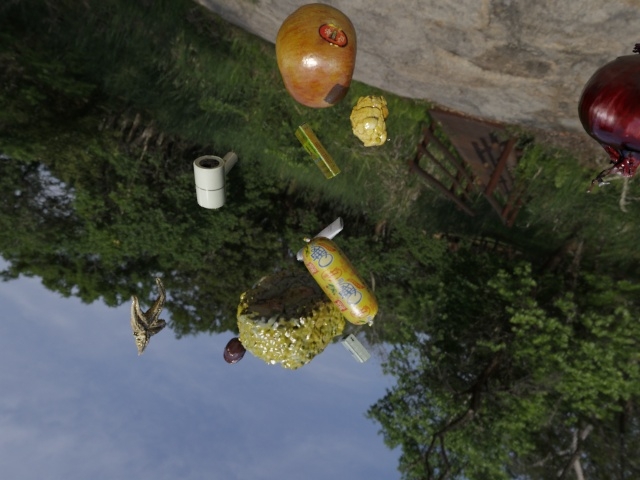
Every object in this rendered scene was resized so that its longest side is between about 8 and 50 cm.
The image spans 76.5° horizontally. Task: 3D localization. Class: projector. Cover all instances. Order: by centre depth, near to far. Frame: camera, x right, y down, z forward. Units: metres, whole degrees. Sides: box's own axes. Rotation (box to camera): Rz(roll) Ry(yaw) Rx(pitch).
[{"bbox_3d":[0.171,0.537,2.018,0.147,0.061,0.115,49,165,5],"label":"projector"}]

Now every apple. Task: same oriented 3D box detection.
[{"bbox_3d":[-0.024,-0.777,1.719,0.334,0.400,0.400,5,-170,-6],"label":"apple"}]

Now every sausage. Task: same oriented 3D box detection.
[{"bbox_3d":[0.060,0.123,1.274,0.347,0.123,0.123,52,-169,5],"label":"sausage"}]

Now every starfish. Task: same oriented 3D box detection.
[{"bbox_3d":[-0.441,0.199,1.062,0.050,0.247,0.138,20,-139,1],"label":"starfish"}]

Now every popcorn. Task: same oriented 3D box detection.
[{"bbox_3d":[0.183,-0.456,1.544,0.140,0.194,0.163,2,-171,38],"label":"popcorn"}]

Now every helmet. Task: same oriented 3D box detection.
[{"bbox_3d":[-0.397,0.502,1.883,0.098,0.070,0.123,23,-129,11],"label":"helmet"}]

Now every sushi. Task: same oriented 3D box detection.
[{"bbox_3d":[-0.125,0.288,1.581,0.351,0.240,0.396,20,-142,36],"label":"sushi"}]

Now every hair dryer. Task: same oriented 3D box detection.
[{"bbox_3d":[-0.450,-0.321,1.840,0.128,0.203,0.362,11,-141,5],"label":"hair dryer"}]

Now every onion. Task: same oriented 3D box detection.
[{"bbox_3d":[0.625,-0.217,0.775,0.273,0.285,0.273,13,-152,-7],"label":"onion"}]

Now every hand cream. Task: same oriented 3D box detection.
[{"bbox_3d":[0.000,0.000,1.645,0.048,0.255,0.079,30,-146,-30],"label":"hand cream"}]

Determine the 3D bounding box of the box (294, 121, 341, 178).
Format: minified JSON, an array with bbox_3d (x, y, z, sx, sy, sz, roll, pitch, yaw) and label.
[{"bbox_3d":[-0.012,-0.294,1.349,0.193,0.030,0.121,54,173,-9],"label":"box"}]
